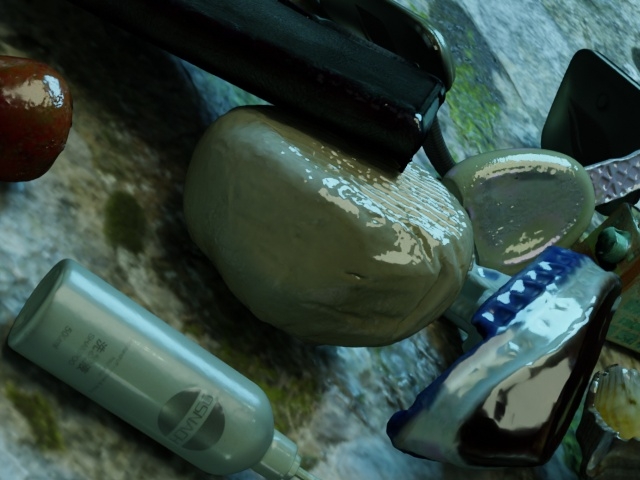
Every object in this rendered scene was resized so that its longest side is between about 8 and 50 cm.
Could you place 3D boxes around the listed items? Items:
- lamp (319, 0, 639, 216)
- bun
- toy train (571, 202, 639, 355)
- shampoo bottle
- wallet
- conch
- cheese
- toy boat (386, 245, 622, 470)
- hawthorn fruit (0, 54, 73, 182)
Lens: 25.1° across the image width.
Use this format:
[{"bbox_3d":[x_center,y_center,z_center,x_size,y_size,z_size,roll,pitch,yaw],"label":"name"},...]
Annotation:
[{"bbox_3d":[0.119,-0.120,1.130,0.283,0.124,0.203,10,29,-37],"label":"lamp"},{"bbox_3d":[0.000,0.000,0.857,0.173,0.113,0.166,39,23,29],"label":"bun"},{"bbox_3d":[0.272,0.039,1.125,0.188,0.099,0.072,21,40,-31],"label":"toy train"},{"bbox_3d":[-0.068,0.084,0.753,0.195,0.056,0.056,35,37,-17],"label":"shampoo bottle"},{"bbox_3d":[-0.070,-0.145,0.901,0.318,0.045,0.172,27,21,1],"label":"wallet"},{"bbox_3d":[0.247,0.156,0.934,0.178,0.163,0.245,47,17,-19],"label":"conch"},{"bbox_3d":[0.181,-0.034,1.055,0.192,0.037,0.097,-19,97,-20],"label":"cheese"},{"bbox_3d":[0.115,0.069,0.930,0.115,0.114,0.262,17,29,17],"label":"toy boat"},{"bbox_3d":[-0.172,-0.066,0.778,0.077,0.077,0.077,28,39,-26],"label":"hawthorn fruit"}]
